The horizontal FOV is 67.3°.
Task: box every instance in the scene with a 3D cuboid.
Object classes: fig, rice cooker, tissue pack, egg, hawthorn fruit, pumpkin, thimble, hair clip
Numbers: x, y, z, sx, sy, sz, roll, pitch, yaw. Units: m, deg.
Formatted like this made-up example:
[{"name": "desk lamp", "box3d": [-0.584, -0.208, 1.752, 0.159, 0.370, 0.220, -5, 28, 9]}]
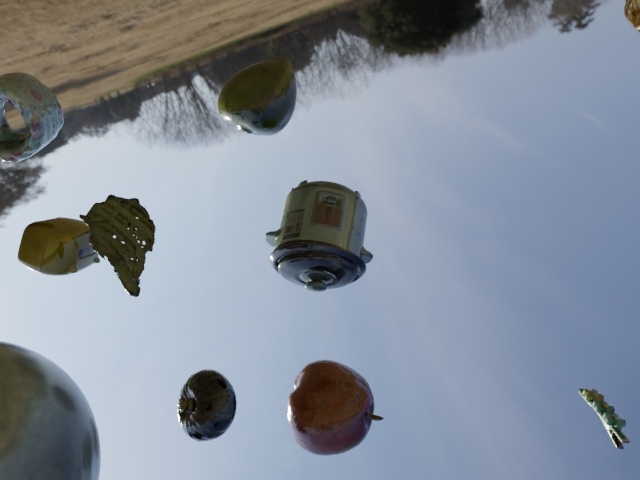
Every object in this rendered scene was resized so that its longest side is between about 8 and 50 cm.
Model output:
[{"name": "fig", "box3d": [-0.159, -0.394, 1.300, 0.225, 0.203, 0.203, -63, -157, 8]}, {"name": "rice cooker", "box3d": [0.000, 0.000, 1.341, 0.316, 0.316, 0.264, -30, 165, -24]}, {"name": "tissue pack", "box3d": [-0.597, 0.013, 1.126, 0.127, 0.123, 0.178, 15, -171, -2]}, {"name": "egg", "box3d": [-0.355, 0.233, 0.469, 0.258, 0.258, 0.352, -38, 167, -37]}, {"name": "hawthorn fruit", "box3d": [0.053, 0.510, 1.452, 0.298, 0.277, 0.277, 0, -151, 26]}, {"name": "pumpkin", "box3d": [-0.278, 0.401, 1.168, 0.167, 0.167, 0.125, -8, 176, 26]}, {"name": "thimble", "box3d": [-0.768, -0.302, 1.203, 0.211, 0.185, 0.149, -40, -156, 20]}, {"name": "hair clip", "box3d": [0.640, 0.387, 1.082, 0.049, 0.049, 0.173, -17, -154, 6]}]

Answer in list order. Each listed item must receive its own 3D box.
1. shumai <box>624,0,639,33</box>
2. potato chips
[{"name": "shumai", "box3d": [0.330, -0.230, 0.398, 0.123, 0.139, 0.105, 46, -143, 22]}, {"name": "potato chips", "box3d": [-0.270, -0.007, 0.666, 0.092, 0.028, 0.207, -42, -130, -11]}]
